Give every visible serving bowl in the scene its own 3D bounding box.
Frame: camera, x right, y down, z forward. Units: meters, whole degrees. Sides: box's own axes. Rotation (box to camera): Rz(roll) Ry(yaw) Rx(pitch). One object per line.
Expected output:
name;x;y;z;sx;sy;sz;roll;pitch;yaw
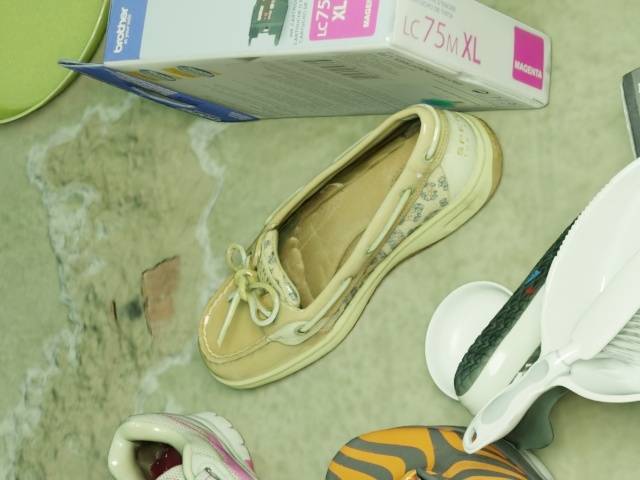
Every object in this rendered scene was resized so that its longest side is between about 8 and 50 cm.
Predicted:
serving bowl;0.113;0.071;1.206;0.083;0.027;0.083;-11;72;37

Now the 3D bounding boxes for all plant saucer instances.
plant saucer;-0.260;-0.215;1.580;0.241;0.037;0.241;-12;70;36

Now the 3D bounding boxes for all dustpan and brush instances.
dustpan and brush;0.162;0.058;1.046;0.211;0.060;0.147;-53;45;30

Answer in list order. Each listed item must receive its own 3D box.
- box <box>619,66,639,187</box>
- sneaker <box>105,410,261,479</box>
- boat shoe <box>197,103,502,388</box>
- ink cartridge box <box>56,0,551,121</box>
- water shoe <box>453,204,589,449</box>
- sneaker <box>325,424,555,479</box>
box;0.344;0.034;0.969;0.318;0.097;0.395;-26;62;40
sneaker;-0.071;0.207;1.262;0.252;0.111;0.103;34;100;39
boat shoe;0.000;0.000;1.276;0.285;0.089;0.105;-44;55;22
ink cartridge box;-0.016;-0.133;1.262;0.311;0.185;0.065;-2;79;39
water shoe;0.173;0.045;1.148;0.203;0.080;0.073;-48;10;-3
sneaker;0.075;0.174;1.092;0.321;0.180;0.125;18;85;50
